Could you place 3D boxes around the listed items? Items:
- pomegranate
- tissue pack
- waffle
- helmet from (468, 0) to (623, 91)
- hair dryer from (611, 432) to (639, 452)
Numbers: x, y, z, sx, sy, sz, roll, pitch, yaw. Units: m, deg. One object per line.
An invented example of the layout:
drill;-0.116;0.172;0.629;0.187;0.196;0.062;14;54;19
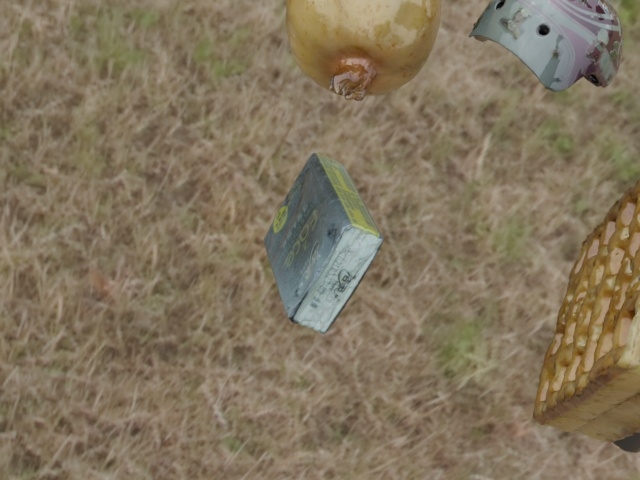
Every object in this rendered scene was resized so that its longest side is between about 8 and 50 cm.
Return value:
pomegranate;0.055;-0.276;1.344;0.207;0.207;0.207;8;62;-15
tissue pack;0.000;0.000;1.717;0.081;0.185;0.257;21;22;-23
waffle;0.280;0.056;0.958;0.091;0.308;0.212;20;72;3
helmet;0.264;-0.245;1.219;0.177;0.107;0.153;-14;42;-41
hair dryer;0.488;0.202;1.769;0.070;0.128;0.255;11;39;-18
